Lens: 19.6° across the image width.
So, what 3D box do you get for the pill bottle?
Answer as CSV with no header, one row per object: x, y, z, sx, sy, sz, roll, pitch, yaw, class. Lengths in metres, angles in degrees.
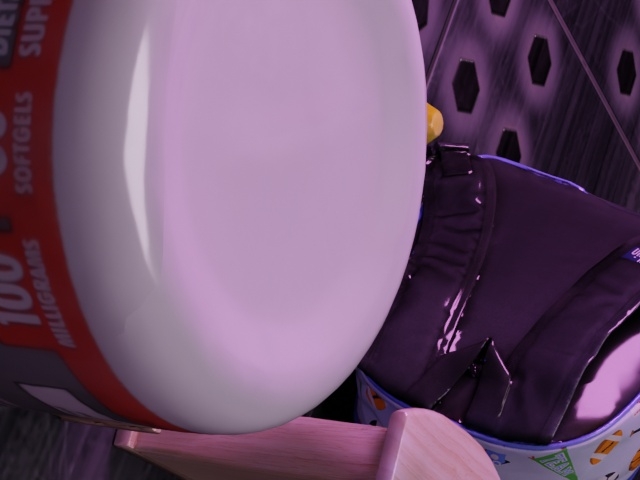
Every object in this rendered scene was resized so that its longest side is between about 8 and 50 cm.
-0.160,-0.045,0.726,0.210,0.363,0.210,-9,101,-58,pill bottle

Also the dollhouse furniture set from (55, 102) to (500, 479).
0.000,0.000,1.147,0.286,0.198,0.303,38,61,-53,dollhouse furniture set

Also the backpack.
0.146,0.085,1.362,0.263,0.277,0.213,-45,143,-43,backpack
